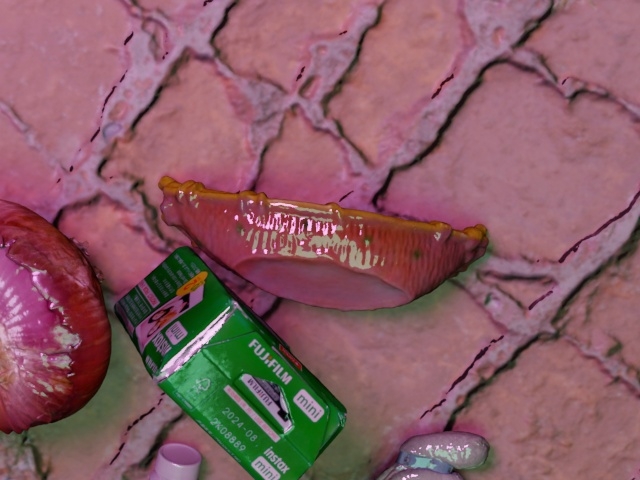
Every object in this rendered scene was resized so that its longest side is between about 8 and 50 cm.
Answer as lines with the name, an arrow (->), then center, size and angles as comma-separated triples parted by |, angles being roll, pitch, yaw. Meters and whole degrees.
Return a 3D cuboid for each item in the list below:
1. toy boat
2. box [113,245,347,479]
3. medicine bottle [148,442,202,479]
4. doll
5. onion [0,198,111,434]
toy boat -> 0.002, 0.005, 1.766 | 0.318, 0.099, 0.141 | 9, 141, -8
box -> -0.083, 0.114, 1.719 | 0.103, 0.250, 0.180 | -44, 109, -3
medicine bottle -> -0.147, 0.250, 1.880 | 0.052, 0.052, 0.089 | 9, 113, -9
doll -> 0.092, 0.276, 1.903 | 0.103, 0.071, 0.214 | 27, 106, -17
onion -> -0.278, 0.056, 1.734 | 0.230, 0.163, 0.230 | 14, 123, 23
